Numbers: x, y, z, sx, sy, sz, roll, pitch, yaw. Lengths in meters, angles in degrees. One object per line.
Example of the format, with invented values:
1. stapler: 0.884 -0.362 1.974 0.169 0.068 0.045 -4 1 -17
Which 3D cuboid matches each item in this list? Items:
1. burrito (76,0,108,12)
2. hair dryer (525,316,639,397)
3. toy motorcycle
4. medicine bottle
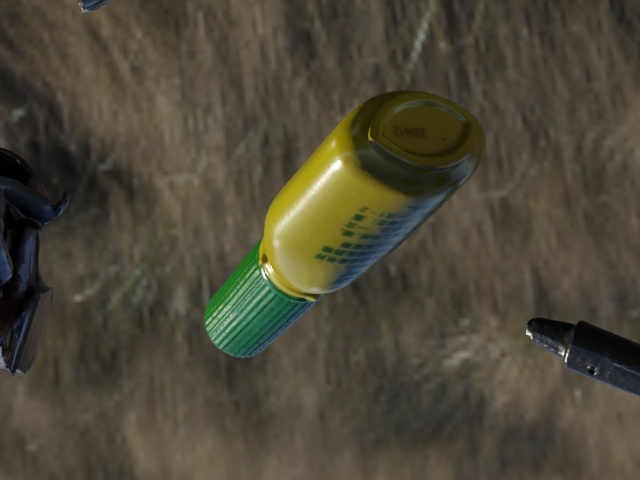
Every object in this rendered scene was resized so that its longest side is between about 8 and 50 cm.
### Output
1. burrito: -0.115 -0.269 1.359 0.229 0.063 0.058 -43 -173 12
2. hair dryer: 0.254 0.093 1.117 0.248 0.114 0.070 21 135 21
3. toy motorcycle: -0.162 0.006 0.798 0.082 0.122 0.213 10 172 -7
4. medicine bottle: 0.000 0.000 1.000 0.095 0.064 0.260 -12 159 -32
